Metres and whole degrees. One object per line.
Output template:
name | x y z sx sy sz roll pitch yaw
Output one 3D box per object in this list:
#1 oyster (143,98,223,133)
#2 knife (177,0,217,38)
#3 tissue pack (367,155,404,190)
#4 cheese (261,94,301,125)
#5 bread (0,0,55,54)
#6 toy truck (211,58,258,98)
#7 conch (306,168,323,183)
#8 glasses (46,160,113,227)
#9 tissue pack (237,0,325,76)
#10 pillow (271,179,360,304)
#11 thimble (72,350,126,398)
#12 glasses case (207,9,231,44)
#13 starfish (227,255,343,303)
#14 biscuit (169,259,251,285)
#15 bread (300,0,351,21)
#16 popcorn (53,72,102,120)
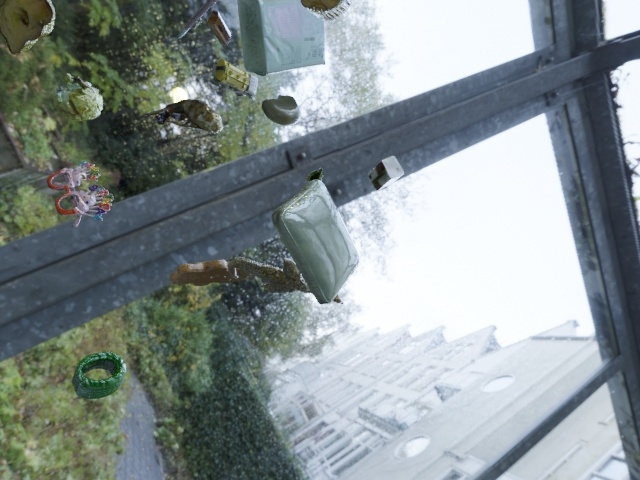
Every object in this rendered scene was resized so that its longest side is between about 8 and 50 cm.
oyster | -0.513 -0.469 1.533 0.094 0.293 0.166 99 -14 -47
knife | -0.492 -0.942 1.703 0.038 0.132 0.398 40 -24 -31
tissue pack | 0.315 -0.324 1.999 0.106 0.099 0.148 61 -27 7
cheese | -0.198 -0.662 2.072 0.091 0.202 0.176 -53 -130 50
bread | -0.937 -0.718 1.317 0.232 0.088 0.161 -21 -77 25
toy truck | -0.356 -0.672 1.710 0.113 0.226 0.098 15 -83 30
conch | -0.027 -0.274 1.873 0.074 0.089 0.121 36 -70 19
glasses | -0.781 -0.149 1.355 0.256 0.162 0.095 58 -20 19
tissue pack | -0.177 -1.003 1.985 0.205 0.404 0.332 26 -50 37
pillow | 0.000 0.000 1.244 0.119 0.255 0.323 -11 -66 39
thimble | -0.627 0.380 1.160 0.118 0.130 0.090 46 -55 13
glasses case | -0.441 -0.935 1.811 0.041 0.065 0.170 26 0 7
starfish | -0.133 0.162 1.542 0.432 0.323 0.083 41 50 -56
biscuit | -0.429 0.129 1.693 0.275 0.354 0.052 -35 -117 52
bread | 0.032 -0.815 1.252 0.178 0.133 0.251 22 -69 16
popcorn | -1.031 -0.607 1.733 0.198 0.197 0.213 177 -92 -68
